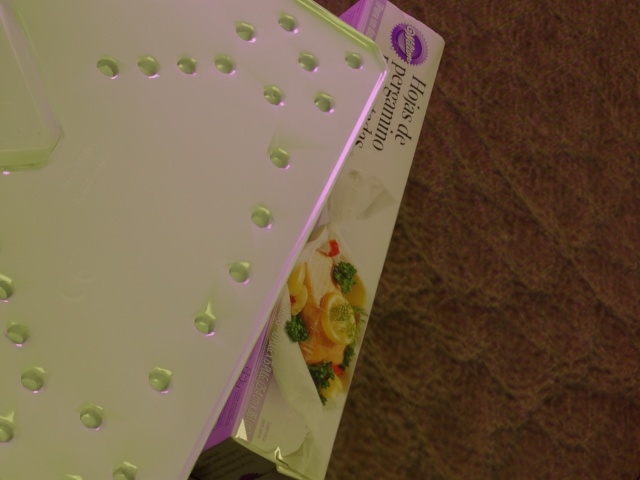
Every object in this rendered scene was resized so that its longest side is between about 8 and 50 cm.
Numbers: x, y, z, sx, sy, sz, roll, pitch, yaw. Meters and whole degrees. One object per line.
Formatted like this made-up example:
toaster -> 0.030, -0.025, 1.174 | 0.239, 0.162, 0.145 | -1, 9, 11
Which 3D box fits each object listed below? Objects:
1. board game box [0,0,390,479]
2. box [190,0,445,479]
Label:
board game box -> -0.192, -0.066, 0.878 | 0.390, 0.050, 0.390 | 32, 46, -6
box -> 0.000, 0.000, 1.089 | 0.063, 0.067, 0.324 | 32, 54, -22
